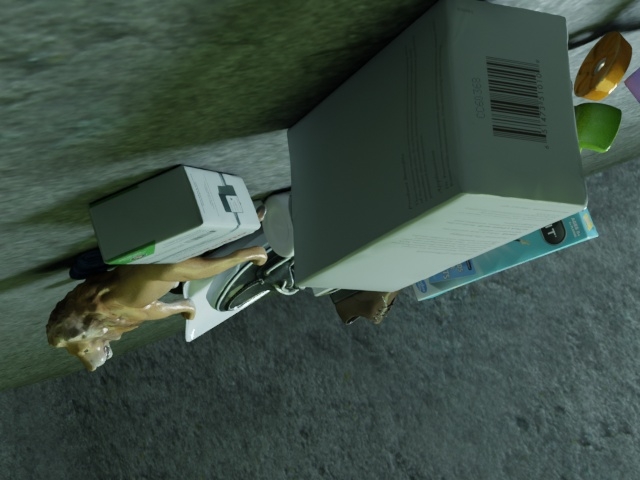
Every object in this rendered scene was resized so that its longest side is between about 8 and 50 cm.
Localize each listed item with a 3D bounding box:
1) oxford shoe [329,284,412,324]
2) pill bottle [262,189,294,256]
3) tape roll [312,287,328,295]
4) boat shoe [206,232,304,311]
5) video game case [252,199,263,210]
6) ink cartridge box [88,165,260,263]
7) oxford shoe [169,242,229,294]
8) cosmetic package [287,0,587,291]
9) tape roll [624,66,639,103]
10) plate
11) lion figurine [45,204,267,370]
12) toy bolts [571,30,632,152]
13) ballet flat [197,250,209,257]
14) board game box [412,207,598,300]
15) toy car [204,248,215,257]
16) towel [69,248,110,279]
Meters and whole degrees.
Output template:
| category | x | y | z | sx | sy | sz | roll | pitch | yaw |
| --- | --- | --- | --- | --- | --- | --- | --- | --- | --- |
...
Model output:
| category | x | y | z | sx | sy | sz | roll | pitch | yaw |
| --- | --- | --- | --- | --- | --- | --- | --- | --- | --- |
| oxford shoe | 0.128 | 0.115 | 2.049 | 0.227 | 0.096 | 0.082 | -27 | 169 | 37 |
| pill bottle | 0.002 | -0.044 | 1.752 | 0.186 | 0.112 | 0.112 | -16 | 173 | -32 |
| tape roll | 0.074 | -0.002 | 2.078 | 0.246 | 0.169 | 0.246 | -19 | 174 | -2 |
| boat shoe | -0.070 | 0.044 | 1.886 | 0.335 | 0.119 | 0.121 | -40 | 162 | 13 |
| video game case | -0.222 | -0.015 | 1.730 | 0.183 | 0.023 | 0.201 | -14 | 171 | -39 |
| ink cartridge box | -0.195 | -0.031 | 1.376 | 0.153 | 0.087 | 0.208 | -22 | 173 | 15 |
| oxford shoe | -0.232 | 0.058 | 2.109 | 0.212 | 0.076 | 0.076 | -23 | 178 | 18 |
| cosmetic package | 0.107 | -0.085 | 1.124 | 0.156 | 0.217 | 0.385 | 4 | 165 | -25 |
| tape roll | 0.544 | -0.262 | 1.327 | 0.274 | 0.090 | 0.275 | -35 | 174 | -4 |
| plate | -0.168 | 0.065 | 2.007 | 0.278 | 0.045 | 0.277 | -33 | 159 | -22 |
| lion figurine | -0.273 | 0.060 | 1.621 | 0.240 | 0.142 | 0.392 | -2 | 146 | -45 |
| toy bolts | 0.295 | -0.203 | 1.381 | 0.158 | 0.218 | 0.228 | 27 | 159 | -12 |
| ballet flat | -0.326 | 0.049 | 1.866 | 0.249 | 0.058 | 0.084 | -24 | 164 | -8 |
| board game box | 0.290 | -0.066 | 1.804 | 0.336 | 0.254 | 0.079 | -23 | 172 | 27 |
| toy car | -0.235 | 0.027 | 1.963 | 0.060 | 0.041 | 0.122 | -19 | 174 | -1 |
| towel | -0.384 | 0.041 | 1.682 | 0.067 | 0.029 | 0.119 | -16 | 173 | -25 |
